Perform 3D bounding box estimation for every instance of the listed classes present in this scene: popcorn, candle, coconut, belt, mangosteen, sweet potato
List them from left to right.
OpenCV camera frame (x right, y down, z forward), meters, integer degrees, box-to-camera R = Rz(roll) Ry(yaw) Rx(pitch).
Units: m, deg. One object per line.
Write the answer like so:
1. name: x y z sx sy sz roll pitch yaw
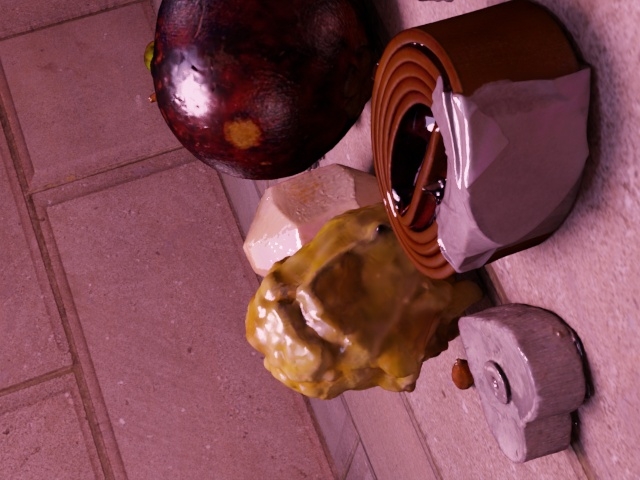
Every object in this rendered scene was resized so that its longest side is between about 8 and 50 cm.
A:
1. mangosteen: -0.105 -0.236 1.200 0.306 0.359 0.306 14 -90 -72
2. coconut: 0.000 0.000 1.408 0.237 0.236 0.197 141 108 -78
3. popcorn: 0.052 0.073 1.149 0.252 0.286 0.215 41 169 35
4. sweet potato: 0.194 0.181 1.265 0.095 0.034 0.034 69 177 -61
5. belt: 0.135 -0.084 0.875 0.339 0.122 0.217 103 148 -70
6. candle: 0.212 0.137 1.004 0.192 0.068 0.169 88 162 -46

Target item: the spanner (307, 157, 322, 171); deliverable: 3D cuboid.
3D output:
1. spanner: -0.052 -0.213 1.834 0.325 0.026 0.093 -125 21 -59

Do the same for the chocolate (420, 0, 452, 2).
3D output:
1. chocolate: 0.052 -0.319 0.586 0.303 0.303 0.213 100 175 -68
